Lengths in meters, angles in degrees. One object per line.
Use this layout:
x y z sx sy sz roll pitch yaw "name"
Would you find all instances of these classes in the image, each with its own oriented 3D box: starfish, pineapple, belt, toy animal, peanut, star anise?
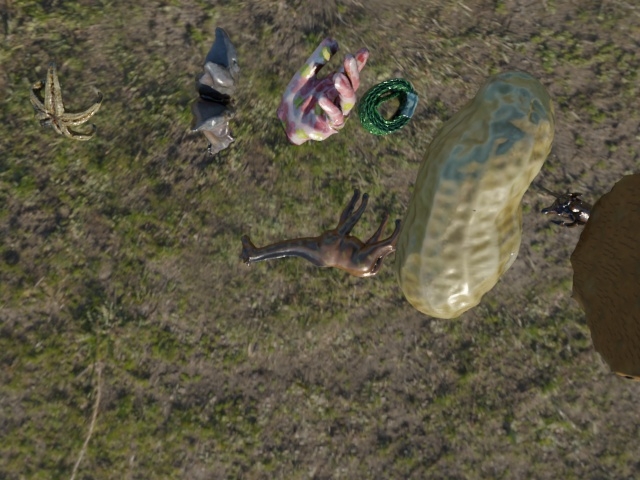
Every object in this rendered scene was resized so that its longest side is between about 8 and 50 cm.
-0.533 -0.286 1.409 0.146 0.074 0.190 18 145 -1 "starfish"
0.422 0.050 0.617 0.357 0.223 0.222 11 112 -23 "pineapple"
0.162 -0.325 1.633 0.151 0.079 0.121 -44 101 -8 "belt"
0.615 -0.074 1.605 0.244 0.260 0.087 11 99 -11 "toy animal"
0.000 0.000 1.162 0.224 0.066 0.229 39 85 11 "toy animal"
0.185 -0.046 0.817 0.153 0.140 0.325 18 115 -6 "peanut"
-0.150 -0.224 1.007 0.063 0.208 0.171 9 86 -2 "star anise"

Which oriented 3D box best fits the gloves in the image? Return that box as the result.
0.017 -0.297 1.345 0.241 0.145 0.126 -30 139 30 "gloves"
